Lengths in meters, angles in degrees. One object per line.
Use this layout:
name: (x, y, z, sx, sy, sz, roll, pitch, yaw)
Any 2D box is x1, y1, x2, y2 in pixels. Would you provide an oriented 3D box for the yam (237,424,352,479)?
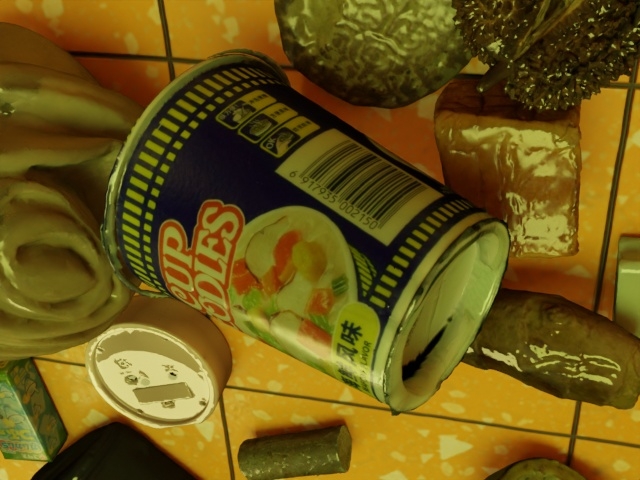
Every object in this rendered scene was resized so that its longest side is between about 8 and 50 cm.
yam: (-0.034, 0.311, 1.245, 0.169, 0.068, 0.068, -14, 118, 26)

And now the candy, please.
candy: (-0.480, 0.259, 1.350, 0.097, 0.062, 0.194, -2, 124, 18)

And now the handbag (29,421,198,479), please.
handbag: (-0.313, 0.462, 1.364, 0.302, 0.178, 0.275, 43, 125, -14)

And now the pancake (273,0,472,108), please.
pancake: (0.060, -0.235, 0.866, 0.235, 0.029, 0.212, -22, 115, 29)

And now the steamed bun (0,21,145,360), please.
steamed bun: (-0.329, -0.023, 0.912, 0.342, 0.255, 0.368, 43, 82, -28)

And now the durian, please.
durian: (0.197, -0.204, 0.752, 0.196, 0.167, 0.196, -2, 79, 9)

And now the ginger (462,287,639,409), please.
ginger: (0.234, 0.108, 0.964, 0.263, 0.116, 0.109, 16, 97, 33)

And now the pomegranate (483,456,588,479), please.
pomegranate: (0.297, 0.414, 1.138, 0.241, 0.190, 0.159, 40, 146, 15)

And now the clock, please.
clock: (-0.227, 0.173, 1.209, 0.197, 0.068, 0.197, 8, 126, 12)

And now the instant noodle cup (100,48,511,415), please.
instant noodle cup: (0.000, 0.000, 0.823, 0.312, 0.284, 0.284, 30, 131, 28)

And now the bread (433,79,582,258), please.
bread: (0.191, -0.078, 0.868, 0.143, 0.149, 0.158, -3, 116, 17)

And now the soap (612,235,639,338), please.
soap: (0.424, 0.062, 0.935, 0.198, 0.066, 0.119, 2, 126, 16)
